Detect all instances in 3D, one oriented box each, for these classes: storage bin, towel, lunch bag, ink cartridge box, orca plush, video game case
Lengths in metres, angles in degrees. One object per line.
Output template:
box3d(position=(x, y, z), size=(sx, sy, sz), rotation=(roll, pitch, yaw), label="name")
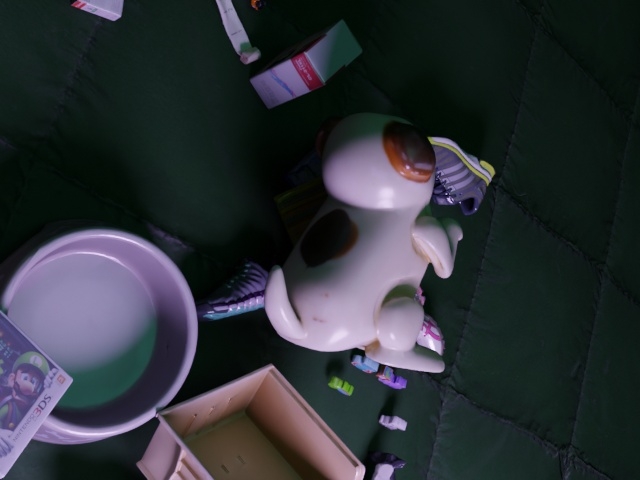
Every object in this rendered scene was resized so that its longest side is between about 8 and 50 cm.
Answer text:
box3d(position=(-0.103, 0.361, 1.334), size=(0.260, 0.123, 0.262), rotation=(44, 32, 22), label="storage bin")
box3d(position=(0.000, 0.000, 1.587), size=(0.102, 0.021, 0.237), rotation=(-25, 117, -5), label="towel")
box3d(position=(0.027, -0.112, 1.633), size=(0.151, 0.096, 0.129), rotation=(50, 56, -13), label="lunch bag")
box3d(position=(-0.376, -0.406, 1.366), size=(0.115, 0.029, 0.062), rotation=(12, 78, -38), label="ink cartridge box")
box3d(position=(0.067, 0.545, 1.621), size=(0.151, 0.102, 0.287), rotation=(13, 58, 7), label="orca plush")
box3d(position=(-0.030, -0.322, 1.557), size=(0.127, 0.175, 0.072), rotation=(-48, 112, -34), label="ink cartridge box")
box3d(position=(-0.430, 0.178, 1.081), size=(0.190, 0.022, 0.173), rotation=(50, 37, -19), label="video game case")

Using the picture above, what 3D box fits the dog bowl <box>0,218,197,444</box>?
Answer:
box3d(position=(-0.341, 0.135, 1.261), size=(0.349, 0.102, 0.348), rotation=(4, 83, -33), label="dog bowl")

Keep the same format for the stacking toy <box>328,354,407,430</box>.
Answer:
box3d(position=(0.115, 0.263, 1.699), size=(0.221, 0.052, 0.167), rotation=(37, 61, -29), label="stacking toy")

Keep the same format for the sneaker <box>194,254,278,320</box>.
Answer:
box3d(position=(-0.150, 0.081, 1.481), size=(0.224, 0.083, 0.098), rotation=(-7, 79, -52), label="sneaker")

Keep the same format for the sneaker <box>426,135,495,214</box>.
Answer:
box3d(position=(0.268, -0.144, 1.840), size=(0.300, 0.111, 0.121), rotation=(19, 77, -35), label="sneaker")

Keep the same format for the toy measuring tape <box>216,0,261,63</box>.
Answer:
box3d(position=(-0.163, -0.483, 1.502), size=(0.121, 0.121, 0.330), rotation=(-34, 107, -38), label="toy measuring tape")

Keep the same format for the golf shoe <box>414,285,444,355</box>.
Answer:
box3d(position=(0.193, 0.173, 1.766), size=(0.086, 0.067, 0.186), rotation=(-28, 94, -31), label="golf shoe")

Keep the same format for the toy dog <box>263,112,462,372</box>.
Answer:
box3d(position=(0.065, -0.018, 1.451), size=(0.395, 0.285, 0.407), rotation=(14, 91, -38), label="toy dog")

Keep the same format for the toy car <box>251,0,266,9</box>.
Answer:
box3d(position=(-0.107, -0.488, 1.614), size=(0.041, 0.060, 0.122), rotation=(22, 42, 8), label="toy car")
